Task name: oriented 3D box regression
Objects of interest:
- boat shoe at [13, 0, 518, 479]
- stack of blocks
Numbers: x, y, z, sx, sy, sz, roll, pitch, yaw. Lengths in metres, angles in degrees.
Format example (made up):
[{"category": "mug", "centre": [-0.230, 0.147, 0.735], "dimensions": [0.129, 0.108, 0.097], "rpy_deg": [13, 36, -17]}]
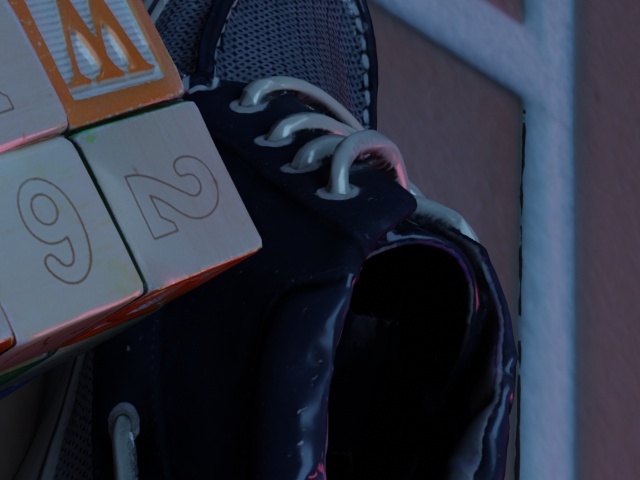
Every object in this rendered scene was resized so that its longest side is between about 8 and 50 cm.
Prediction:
[{"category": "boat shoe", "centre": [0.000, 0.000, 0.619], "dimensions": [0.127, 0.158, 0.341], "rpy_deg": [31, 49, -29]}, {"category": "stack of blocks", "centre": [-0.176, 0.032, 0.416], "dimensions": [0.297, 0.171, 0.087], "rpy_deg": [-23, 85, -48]}]
